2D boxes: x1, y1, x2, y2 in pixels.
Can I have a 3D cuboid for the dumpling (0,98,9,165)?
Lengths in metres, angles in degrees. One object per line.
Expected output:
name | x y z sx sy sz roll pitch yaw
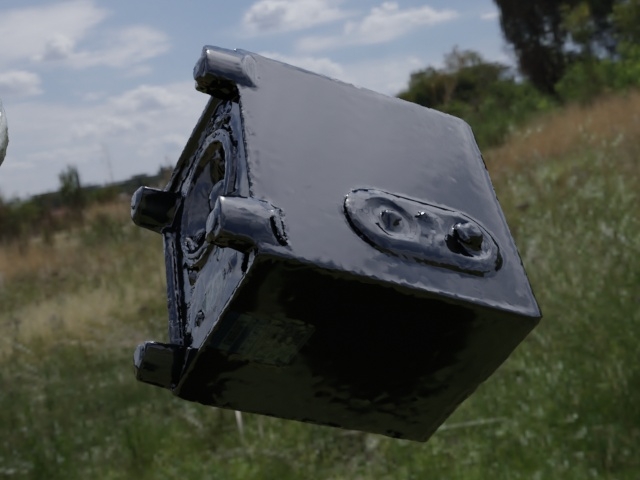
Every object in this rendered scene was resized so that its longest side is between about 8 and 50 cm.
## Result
dumpling | -0.260 -0.040 0.594 0.199 0.136 0.118 -29 -33 -29

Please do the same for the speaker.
speaker | 0.000 0.000 0.825 0.254 0.232 0.184 15 -50 -24
